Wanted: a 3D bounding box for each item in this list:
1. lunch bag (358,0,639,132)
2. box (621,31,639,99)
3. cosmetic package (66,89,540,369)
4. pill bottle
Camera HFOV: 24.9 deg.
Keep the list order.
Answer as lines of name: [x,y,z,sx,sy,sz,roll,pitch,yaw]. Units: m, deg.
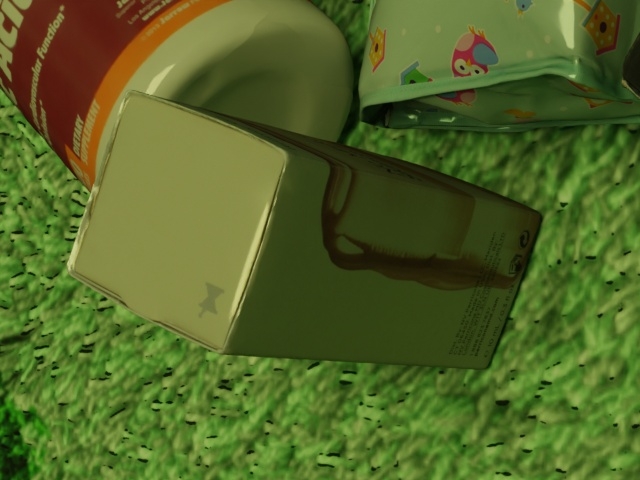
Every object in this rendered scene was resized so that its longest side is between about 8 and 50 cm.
lunch bag: [0.127,-0.188,0.983,0.262,0.160,0.224,-1,83,54]
box: [0.356,-0.204,0.685,0.097,0.318,0.395,48,122,40]
cosmetic package: [0.000,0.000,0.971,0.153,0.296,0.129,24,100,36]
pill bottle: [-0.172,-0.192,1.170,0.392,0.224,0.224,46,110,32]
